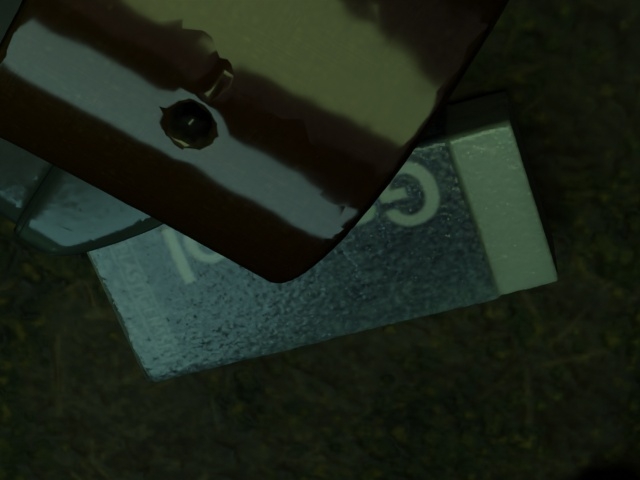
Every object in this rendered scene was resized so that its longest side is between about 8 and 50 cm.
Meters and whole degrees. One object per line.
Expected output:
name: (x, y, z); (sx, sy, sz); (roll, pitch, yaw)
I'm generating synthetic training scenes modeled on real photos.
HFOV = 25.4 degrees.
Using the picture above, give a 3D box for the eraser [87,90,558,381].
eraser: (0.000, 0.000, 0.685); (0.212, 0.046, 0.092); (-14, 116, 14)

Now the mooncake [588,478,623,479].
mooncake: (0.178, 0.027, 0.673); (0.150, 0.057, 0.347); (22, 117, -19)

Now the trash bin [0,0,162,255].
trash bin: (-0.130, -0.109, 0.614); (0.236, 0.101, 0.177); (33, 119, -9)

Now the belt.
belt: (0.010, -0.158, 0.461); (0.122, 0.339, 0.217); (30, 158, -12)
